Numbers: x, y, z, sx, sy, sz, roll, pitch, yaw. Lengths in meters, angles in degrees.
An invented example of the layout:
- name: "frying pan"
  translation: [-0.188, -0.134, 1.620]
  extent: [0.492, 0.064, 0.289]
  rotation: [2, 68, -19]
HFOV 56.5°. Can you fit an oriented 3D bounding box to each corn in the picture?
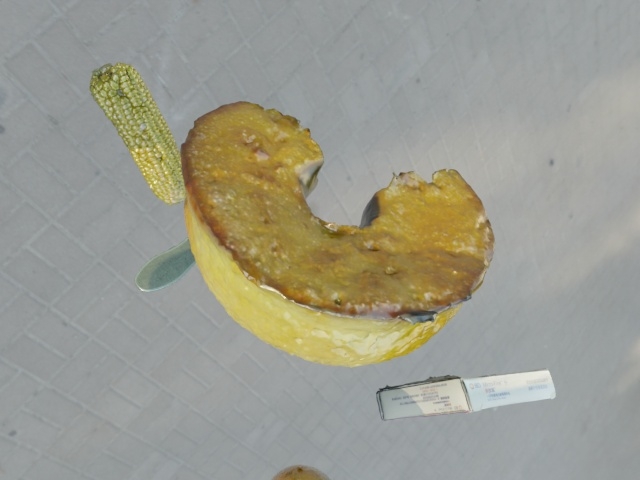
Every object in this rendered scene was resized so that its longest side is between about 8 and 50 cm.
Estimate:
- name: "corn"
  translation: [-0.335, -0.196, 1.136]
  extent: [0.101, 0.101, 0.291]
  rotation: [-34, 119, -24]

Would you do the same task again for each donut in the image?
- name: "donut"
  translation: [0.000, 0.000, 0.807]
  extent: [0.377, 0.435, 0.163]
  rotation: [-63, 175, -51]

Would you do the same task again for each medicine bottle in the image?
- name: "medicine bottle"
  translation: [0.210, 0.219, 0.859]
  extent: [0.201, 0.171, 0.052]
  rotation: [5, 70, -38]

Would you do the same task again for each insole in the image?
- name: "insole"
  translation: [-0.323, 0.040, 1.374]
  extent: [0.232, 0.080, 0.003]
  rotation: [-38, 171, -15]

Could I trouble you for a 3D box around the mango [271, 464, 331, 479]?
- name: "mango"
  translation: [-0.014, 0.322, 0.702]
  extent: [0.090, 0.115, 0.178]
  rotation: [-32, 170, -15]
